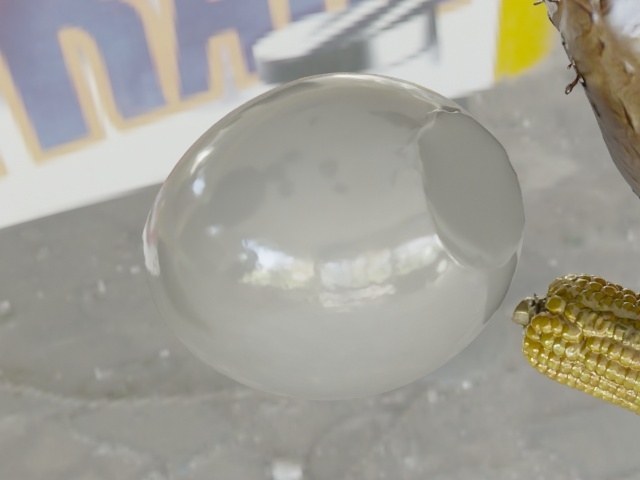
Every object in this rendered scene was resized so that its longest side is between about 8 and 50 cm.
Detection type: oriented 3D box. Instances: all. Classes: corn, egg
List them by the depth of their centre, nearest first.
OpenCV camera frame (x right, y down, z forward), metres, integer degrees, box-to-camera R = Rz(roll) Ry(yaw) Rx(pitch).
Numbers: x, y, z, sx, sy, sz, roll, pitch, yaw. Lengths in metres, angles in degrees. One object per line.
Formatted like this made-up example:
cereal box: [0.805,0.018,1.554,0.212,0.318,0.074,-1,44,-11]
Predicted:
egg: [0.000,0.000,0.923,0.232,0.176,0.176,-10,25,46]
corn: [0.203,0.073,0.931,0.207,0.068,0.068,21,43,22]

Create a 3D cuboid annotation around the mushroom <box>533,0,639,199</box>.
mushroom: [0.214,-0.126,0.955,0.163,0.278,0.297,-34,33,22]
